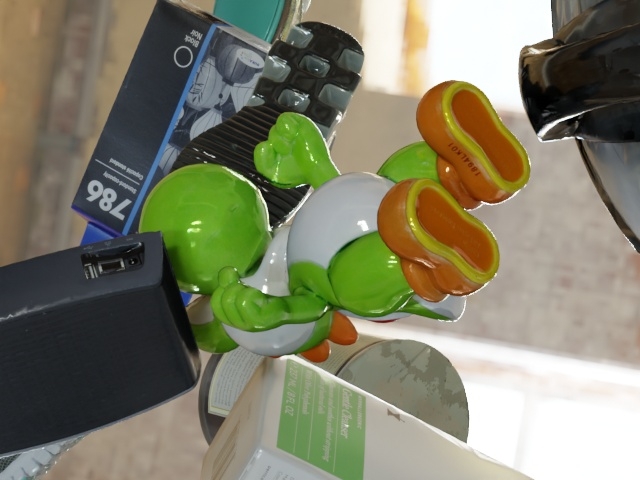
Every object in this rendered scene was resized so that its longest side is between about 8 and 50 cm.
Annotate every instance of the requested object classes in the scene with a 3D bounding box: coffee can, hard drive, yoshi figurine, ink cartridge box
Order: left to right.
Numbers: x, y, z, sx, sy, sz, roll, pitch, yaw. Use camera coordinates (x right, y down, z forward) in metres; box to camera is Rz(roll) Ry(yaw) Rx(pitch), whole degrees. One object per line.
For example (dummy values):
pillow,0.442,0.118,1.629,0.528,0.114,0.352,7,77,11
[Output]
hard drive,-0.228,0.094,1.512,0.054,0.255,0.172,-110,5,-47
ink cartridge box,-0.167,-0.089,2.128,0.065,0.165,0.332,-10,-55,-65
yoshi figurine,-0.022,-0.011,1.501,0.204,0.362,0.203,-5,-104,-41
coffee can,0.012,0.199,2.211,0.202,0.275,0.201,-2,-85,-33

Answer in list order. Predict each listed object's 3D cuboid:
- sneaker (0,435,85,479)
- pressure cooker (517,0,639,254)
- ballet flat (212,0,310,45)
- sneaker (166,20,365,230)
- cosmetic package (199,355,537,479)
sneaker,-0.243,0.153,1.673,0.166,0.076,0.065,-40,-8,12
pressure cooker,0.352,-0.146,1.286,0.370,0.420,0.375,100,149,-45
ballet flat,-0.061,-0.336,2.331,0.123,0.123,0.348,42,-131,-73
sneaker,-0.058,-0.063,1.843,0.330,0.122,0.146,-53,-11,-43
cosmetic package,0.075,0.274,1.731,0.155,0.366,0.197,-59,12,22
